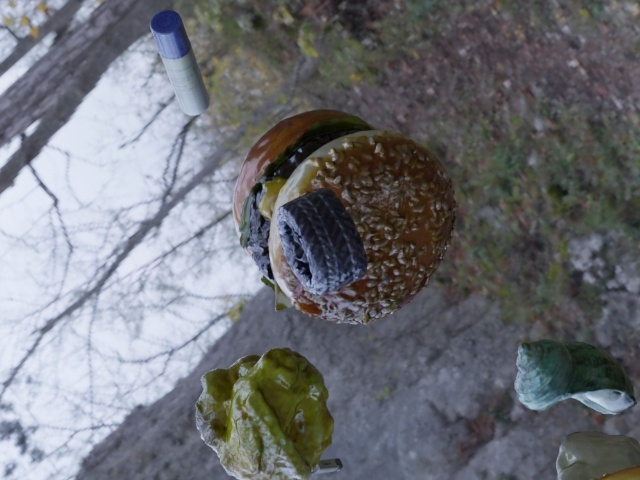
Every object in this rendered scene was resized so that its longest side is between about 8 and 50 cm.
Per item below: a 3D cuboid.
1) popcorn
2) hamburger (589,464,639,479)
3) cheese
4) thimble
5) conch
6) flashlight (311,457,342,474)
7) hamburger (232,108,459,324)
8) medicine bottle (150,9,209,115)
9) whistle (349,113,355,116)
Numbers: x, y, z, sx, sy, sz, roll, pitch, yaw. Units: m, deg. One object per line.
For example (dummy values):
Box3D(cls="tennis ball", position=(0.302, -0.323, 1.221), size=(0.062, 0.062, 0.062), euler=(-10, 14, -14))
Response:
Box3D(cls="popcorn", position=(-0.072, 0.247, 1.226), size=(0.198, 0.156, 0.197), euler=(16, -110, -50))
Box3D(cls="hamburger", position=(0.340, 0.298, 0.860), size=(0.237, 0.237, 0.147), euler=(44, -143, -30))
Box3D(cls="cheese", position=(0.357, 0.405, 1.112), size=(0.318, 0.115, 0.326), euler=(37, -126, -64))
Box3D(cls="thimble", position=(0.001, 0.000, 0.915), size=(0.104, 0.066, 0.095), euler=(43, 151, 58))
Box3D(cls="conch", position=(0.414, 0.228, 1.499), size=(0.176, 0.188, 0.121), euler=(-171, 85, -74))
Box3D(cls="flashlight", position=(0.008, 0.349, 1.383), size=(0.083, 0.018, 0.018), euler=(20, -141, -61))
Box3D(cls="hamburger", position=(0.032, -0.028, 1.179), size=(0.291, 0.291, 0.225), euler=(41, 180, -38))
Box3D(cls="medicine bottle", position=(-0.252, -0.317, 1.621), size=(0.231, 0.059, 0.059), euler=(79, 166, -61))
Box3D(cls="whistle", position=(0.048, -0.206, 1.584), size=(0.035, 0.035, 0.100), euler=(53, 176, -4))
